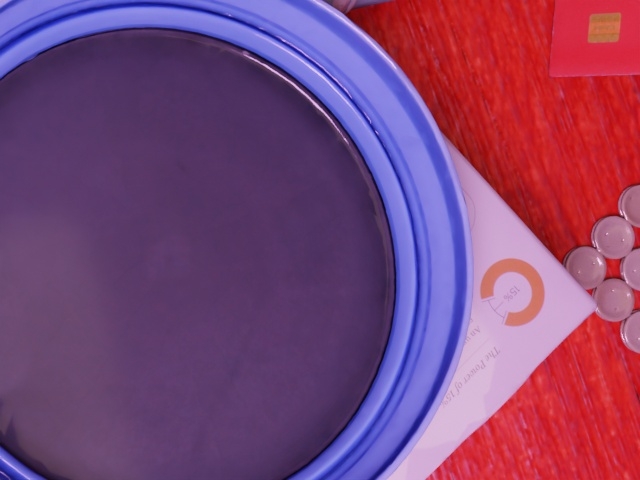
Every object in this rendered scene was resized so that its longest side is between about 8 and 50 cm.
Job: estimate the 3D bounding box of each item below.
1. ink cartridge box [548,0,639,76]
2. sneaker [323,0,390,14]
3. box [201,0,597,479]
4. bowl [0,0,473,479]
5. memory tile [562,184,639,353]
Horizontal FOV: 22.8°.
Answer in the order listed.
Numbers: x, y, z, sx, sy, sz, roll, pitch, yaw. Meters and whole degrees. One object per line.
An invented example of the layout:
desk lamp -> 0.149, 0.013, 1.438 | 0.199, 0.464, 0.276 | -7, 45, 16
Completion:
ink cartridge box -> 0.301, -0.265, 1.236 | 0.066, 0.296, 0.261 | 14, 81, -50
sneaker -> 0.045, -0.334, 1.268 | 0.208, 0.127, 0.319 | -8, 84, -22
box -> 0.000, 0.000, 1.205 | 0.215, 0.168, 0.345 | -43, 95, -12
bowl -> -0.092, 0.010, 1.029 | 0.391, 0.077, 0.391 | 4, 77, -19
memory tile -> 0.283, 0.012, 1.344 | 0.148, 0.012, 0.113 | -45, 96, -10
